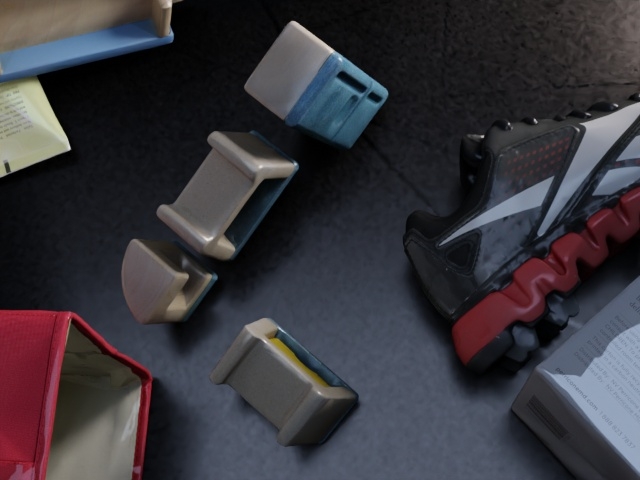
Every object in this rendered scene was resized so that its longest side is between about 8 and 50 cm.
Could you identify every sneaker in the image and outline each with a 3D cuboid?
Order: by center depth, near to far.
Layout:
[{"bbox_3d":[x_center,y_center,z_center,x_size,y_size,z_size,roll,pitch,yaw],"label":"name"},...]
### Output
[{"bbox_3d":[0.165,-0.044,0.676,0.276,0.097,0.135,-40,75,-7],"label":"sneaker"}]

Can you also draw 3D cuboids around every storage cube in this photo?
[{"bbox_3d":[-0.219,0.149,0.603,0.193,0.183,0.215,2,73,6],"label":"storage cube"}]

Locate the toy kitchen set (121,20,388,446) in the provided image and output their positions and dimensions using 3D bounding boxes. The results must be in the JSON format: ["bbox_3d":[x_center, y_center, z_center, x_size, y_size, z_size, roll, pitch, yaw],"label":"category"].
[{"bbox_3d":[0.000,0.000,0.688,0.166,0.122,0.207,39,99,15],"label":"toy kitchen set"}]

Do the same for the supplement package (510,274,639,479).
[{"bbox_3d":[0.250,0.056,0.616,0.244,0.139,0.134,-40,74,-9],"label":"supplement package"}]

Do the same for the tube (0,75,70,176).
[{"bbox_3d":[-0.261,-0.156,0.776,0.062,0.070,0.240,-10,73,-43],"label":"tube"}]

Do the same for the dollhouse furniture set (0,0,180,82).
[{"bbox_3d":[-0.132,-0.282,0.672,0.303,0.286,0.198,-19,71,-18],"label":"dollhouse furniture set"}]
